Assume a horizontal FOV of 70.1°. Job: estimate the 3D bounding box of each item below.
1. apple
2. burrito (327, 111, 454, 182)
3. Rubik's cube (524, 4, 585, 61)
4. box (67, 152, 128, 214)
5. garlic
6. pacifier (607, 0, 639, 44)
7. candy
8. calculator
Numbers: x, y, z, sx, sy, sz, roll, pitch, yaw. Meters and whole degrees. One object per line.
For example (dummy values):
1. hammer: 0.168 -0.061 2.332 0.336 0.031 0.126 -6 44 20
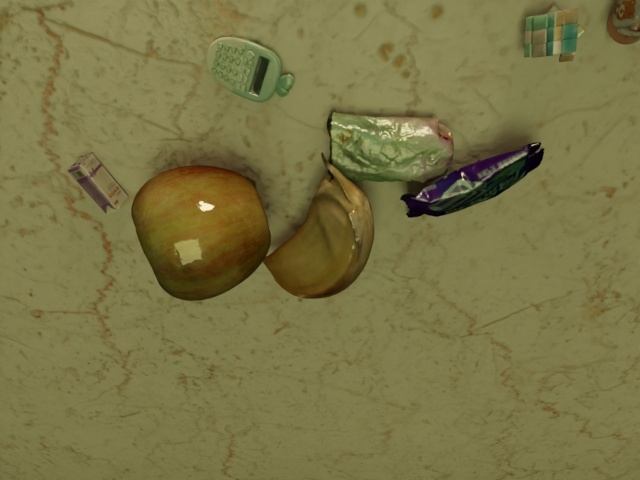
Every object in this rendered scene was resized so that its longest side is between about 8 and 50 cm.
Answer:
1. apple: -0.223 -0.021 0.870 0.233 0.257 0.257 -28 130 -17
2. burrito: 0.125 -0.160 0.833 0.228 0.089 0.144 2 133 5
3. Rubik's cube: 0.361 -0.319 0.703 0.073 0.084 0.075 -14 127 -14
4. box: -0.445 -0.113 0.918 0.036 0.051 0.117 -14 129 23
5. garlic: 0.017 -0.002 0.902 0.196 0.151 0.338 20 137 -15
6. pacifier: 0.483 -0.346 0.680 0.077 0.082 0.100 -16 133 -21
7. candy: 0.281 -0.106 0.861 0.275 0.070 0.145 -21 166 19
8. calculator: -0.120 -0.289 0.779 0.152 0.021 0.095 18 128 -11
